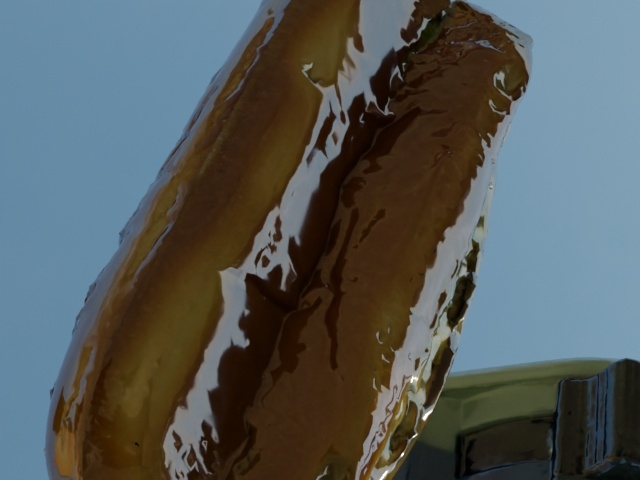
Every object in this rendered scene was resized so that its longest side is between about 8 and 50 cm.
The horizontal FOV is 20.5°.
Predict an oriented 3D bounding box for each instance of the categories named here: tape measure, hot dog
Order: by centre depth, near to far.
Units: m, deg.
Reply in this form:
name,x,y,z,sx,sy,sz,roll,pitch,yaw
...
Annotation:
name,x,y,z,sx,sy,sz,roll,pitch,yaw
hot dog,0.000,0.000,0.565,0.115,0.072,0.269,31,-131,-4
tape measure,0.126,0.189,0.777,0.215,0.351,0.098,-8,-135,20
